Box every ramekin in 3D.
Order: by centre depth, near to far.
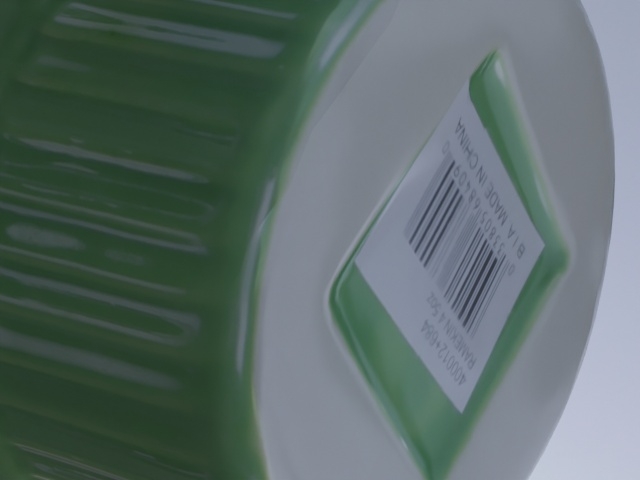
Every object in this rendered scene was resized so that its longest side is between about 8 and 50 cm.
[{"bbox_3d":[0.000,0.000,0.535,0.148,0.303,0.303,13,-50,36],"label":"ramekin"}]
